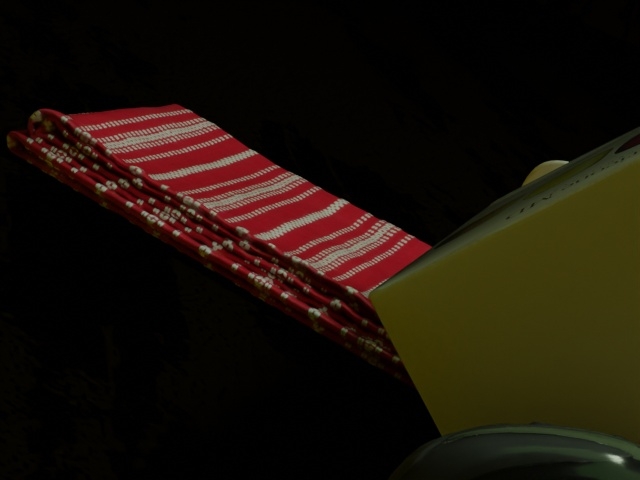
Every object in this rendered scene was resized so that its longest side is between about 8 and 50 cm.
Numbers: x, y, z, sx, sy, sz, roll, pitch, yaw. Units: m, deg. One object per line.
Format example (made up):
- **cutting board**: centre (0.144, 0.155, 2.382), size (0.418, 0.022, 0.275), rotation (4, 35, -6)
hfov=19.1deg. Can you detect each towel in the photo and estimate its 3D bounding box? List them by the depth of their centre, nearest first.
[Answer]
- **towel**: centre (0.000, 0.000, 0.952), size (0.275, 0.031, 0.199), rotation (30, 14, 14)

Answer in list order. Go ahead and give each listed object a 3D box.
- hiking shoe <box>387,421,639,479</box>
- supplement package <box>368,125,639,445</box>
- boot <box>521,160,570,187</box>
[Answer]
- **hiking shoe**: centre (0.118, 0.131, 0.580), size (0.227, 0.086, 0.114), rotation (28, 11, 6)
- **supplement package**: centre (0.133, 0.030, 0.764), size (0.134, 0.139, 0.244), rotation (62, 17, 0)
- **boot**: centre (0.204, 0.023, 1.168), size (0.086, 0.069, 0.190), rotation (20, 22, -50)
